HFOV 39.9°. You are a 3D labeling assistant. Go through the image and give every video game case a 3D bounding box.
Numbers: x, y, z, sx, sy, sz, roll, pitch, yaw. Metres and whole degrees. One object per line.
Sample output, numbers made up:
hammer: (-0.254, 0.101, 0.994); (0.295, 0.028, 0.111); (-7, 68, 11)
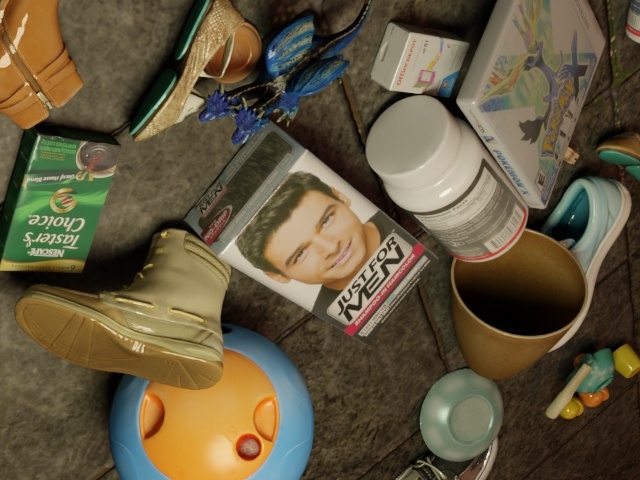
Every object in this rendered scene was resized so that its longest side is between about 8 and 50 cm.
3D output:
video game case: (0.331, -0.261, 1.336); (0.300, 0.036, 0.329); (42, 66, -47)

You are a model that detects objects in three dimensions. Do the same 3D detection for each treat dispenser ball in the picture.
treat dispenser ball: (-0.152, 0.261, 1.246); (0.288, 0.288, 0.288); (-21, 131, -26)

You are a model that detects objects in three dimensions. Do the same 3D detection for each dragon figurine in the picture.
dragon figurine: (-0.020, -0.219, 1.094); (0.289, 0.144, 0.085); (-40, 92, 0)

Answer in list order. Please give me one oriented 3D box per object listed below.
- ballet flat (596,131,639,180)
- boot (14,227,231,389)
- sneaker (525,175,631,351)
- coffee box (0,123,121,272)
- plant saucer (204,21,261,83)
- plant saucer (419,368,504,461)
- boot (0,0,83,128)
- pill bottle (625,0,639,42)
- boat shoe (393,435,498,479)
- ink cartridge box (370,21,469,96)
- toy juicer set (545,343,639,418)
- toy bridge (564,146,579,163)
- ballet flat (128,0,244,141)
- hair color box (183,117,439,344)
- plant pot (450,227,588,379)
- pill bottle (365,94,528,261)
ballet flat: (0.598, -0.171, 1.696); (0.232, 0.080, 0.073); (18, 80, -47)
boot: (-0.240, 0.065, 1.127); (0.262, 0.203, 0.095); (19, 134, -17)
sneaker: (0.451, 0.039, 1.688); (0.150, 0.135, 0.366); (13, 102, -38)
coffee box: (-0.320, -0.047, 1.069); (0.113, 0.040, 0.184); (6, 117, -42)
plant saucer: (-0.111, -0.238, 1.115); (0.083, 0.013, 0.083); (-20, 130, -25)
plant saucer: (0.297, 0.360, 1.790); (0.195, 0.037, 0.195); (-2, 97, -19)
boot: (-0.296, -0.220, 0.943); (0.197, 0.073, 0.152); (-33, 135, 2)
pill bottle: (0.570, -0.421, 1.449); (0.108, 0.108, 0.180); (-23, 132, -24)
boat shoe: (0.239, 0.510, 1.859); (0.335, 0.121, 0.119); (-48, 141, 4)
ink cartridge box: (0.143, -0.259, 1.272); (0.122, 0.052, 0.088); (-1, 121, -37)
toy juicer set: (0.601, 0.326, 2.046); (0.329, 0.089, 0.209); (4, 131, -49)
toy bridge: (0.401, -0.170, 1.532); (0.188, 0.063, 0.026); (21, 106, -45)
ballet flat: (-0.155, -0.198, 1.062); (0.067, 0.073, 0.206); (26, 104, -29)
hair color box: (0.000, 0.000, 1.304); (0.185, 0.113, 0.374); (-51, 136, 4)
plant pot: (0.340, 0.145, 1.618); (0.237, 0.237, 0.254); (-26, 147, -21)
pill bottle: (0.195, -0.092, 1.356); (0.161, 0.161, 0.283); (-49, 137, 2)
